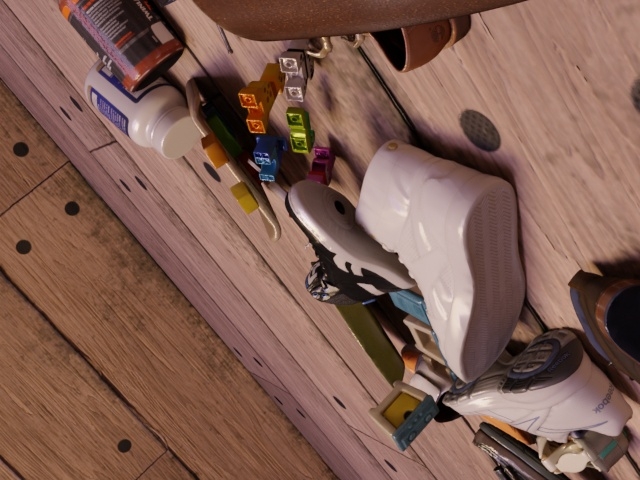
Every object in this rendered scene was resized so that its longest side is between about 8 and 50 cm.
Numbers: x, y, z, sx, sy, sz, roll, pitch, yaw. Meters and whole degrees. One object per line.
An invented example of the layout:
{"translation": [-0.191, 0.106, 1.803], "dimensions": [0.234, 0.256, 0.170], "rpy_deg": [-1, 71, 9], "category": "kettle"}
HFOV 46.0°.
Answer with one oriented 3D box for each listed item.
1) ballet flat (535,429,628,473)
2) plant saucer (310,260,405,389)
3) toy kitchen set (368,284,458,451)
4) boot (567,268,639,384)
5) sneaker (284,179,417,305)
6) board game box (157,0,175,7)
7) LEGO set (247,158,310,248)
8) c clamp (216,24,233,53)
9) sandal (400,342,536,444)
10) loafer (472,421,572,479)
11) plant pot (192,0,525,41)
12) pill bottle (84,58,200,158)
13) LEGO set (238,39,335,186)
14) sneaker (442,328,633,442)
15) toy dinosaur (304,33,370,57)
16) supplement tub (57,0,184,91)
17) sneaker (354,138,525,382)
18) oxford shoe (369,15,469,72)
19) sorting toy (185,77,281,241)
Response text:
{"translation": [0.314, 0.266, 0.967], "dimensions": [0.072, 0.068, 0.213], "rpy_deg": [45, 162, 7], "category": "ballet flat"}
{"translation": [0.066, 0.124, 1.174], "dimensions": [0.241, 0.037, 0.241], "rpy_deg": [55, -178, -3], "category": "plant saucer"}
{"translation": [0.132, 0.171, 1.018], "dimensions": [0.122, 0.166, 0.207], "rpy_deg": [26, 153, 47], "category": "toy kitchen set"}
{"translation": [0.311, 0.105, 0.675], "dimensions": [0.219, 0.082, 0.106], "rpy_deg": [47, -176, -13], "category": "boot"}
{"translation": [0.009, 0.020, 0.878], "dimensions": [0.121, 0.079, 0.217], "rpy_deg": [-28, 135, 32], "category": "sneaker"}
{"translation": [-0.201, -0.380, 0.789], "dimensions": [0.243, 0.042, 0.165], "rpy_deg": [57, 160, -14], "category": "board game box"}
{"translation": [0.000, 0.000, 1.044], "dimensions": [0.182, 0.060, 0.244], "rpy_deg": [43, -177, 42], "category": "LEGO set"}
{"translation": [-0.102, -0.283, 0.842], "dimensions": [0.137, 0.022, 0.160], "rpy_deg": [60, 160, -19], "category": "c clamp"}
{"translation": [0.205, 0.247, 1.156], "dimensions": [0.265, 0.076, 0.102], "rpy_deg": [29, 154, 43], "category": "sandal"}
{"translation": [0.317, 0.357, 1.039], "dimensions": [0.267, 0.084, 0.096], "rpy_deg": [34, -178, 7], "category": "loafer"}
{"translation": [0.062, -0.205, 0.388], "dimensions": [0.230, 0.215, 0.215], "rpy_deg": [15, 146, 34], "category": "plant pot"}
{"translation": [-0.286, -0.218, 1.231], "dimensions": [0.186, 0.112, 0.112], "rpy_deg": [40, 161, 21], "category": "pill bottle"}
{"translation": [-0.038, -0.152, 0.885], "dimensions": [0.087, 0.093, 0.227], "rpy_deg": [7, 143, 14], "category": "LEGO set"}
{"translation": [0.248, 0.194, 0.914], "dimensions": [0.129, 0.111, 0.297], "rpy_deg": [42, 163, -4], "category": "sneaker"}
{"translation": [0.017, -0.205, 0.681], "dimensions": [0.183, 0.053, 0.092], "rpy_deg": [44, 160, 10], "category": "toy dinosaur"}
{"translation": [-0.291, -0.314, 1.056], "dimensions": [0.198, 0.106, 0.106], "rpy_deg": [50, 161, -9], "category": "supplement tub"}
{"translation": [0.128, 0.018, 0.832], "dimensions": [0.169, 0.108, 0.292], "rpy_deg": [34, 148, 39], "category": "sneaker"}
{"translation": [0.030, -0.225, 0.577], "dimensions": [0.212, 0.076, 0.076], "rpy_deg": [53, 163, -12], "category": "oxford shoe"}
{"translation": [-0.114, -0.110, 1.057], "dimensions": [0.229, 0.041, 0.307], "rpy_deg": [58, -179, -23], "category": "sorting toy"}
